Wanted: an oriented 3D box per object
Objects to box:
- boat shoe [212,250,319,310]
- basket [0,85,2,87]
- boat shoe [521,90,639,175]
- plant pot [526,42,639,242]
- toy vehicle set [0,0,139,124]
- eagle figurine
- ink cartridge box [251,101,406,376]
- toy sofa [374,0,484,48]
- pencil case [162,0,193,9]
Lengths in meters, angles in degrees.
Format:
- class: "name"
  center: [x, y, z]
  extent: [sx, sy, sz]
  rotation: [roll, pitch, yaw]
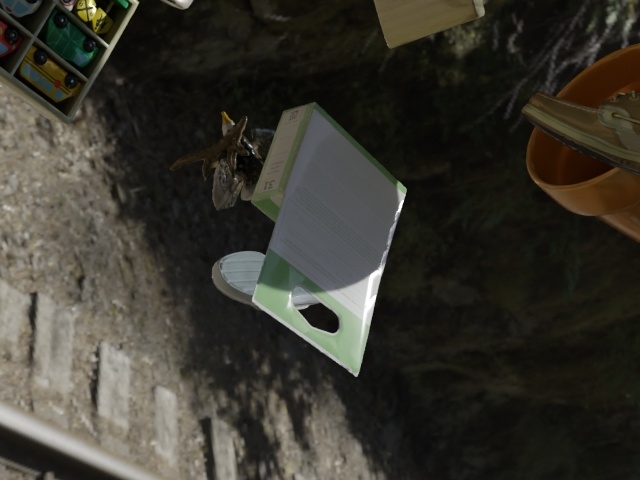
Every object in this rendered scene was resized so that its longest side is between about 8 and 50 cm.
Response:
- class: "boat shoe"
  center: [-0.071, 0.073, 1.271]
  extent: [0.226, 0.076, 0.083]
  rotation: [11, 52, -41]
- class: "basket"
  center: [-0.397, -0.261, 1.019]
  extent: [0.167, 0.103, 0.113]
  rotation: [39, 9, 5]
- class: "boat shoe"
  center: [0.190, -0.066, 0.535]
  extent: [0.045, 0.135, 0.050]
  rotation: [-67, 163, 6]
- class: "plant pot"
  center: [0.374, -0.086, 1.005]
  extent: [0.188, 0.205, 0.205]
  rotation: [38, 31, -24]
- class: "toy vehicle set"
  center: [-0.313, -0.254, 0.886]
  extent: [0.267, 0.035, 0.165]
  rotation: [41, 71, -52]
- class: "eagle figurine"
  center: [-0.170, -0.182, 1.961]
  extent: [0.298, 0.227, 0.225]
  rotation: [44, 55, -76]
- class: "ink cartridge box"
  center: [0.000, 0.000, 0.915]
  extent: [0.171, 0.056, 0.235]
  rotation: [40, 56, -37]
- class: "toy sofa"
  center: [0.222, -0.365, 1.063]
  extent: [0.363, 0.150, 0.177]
  rotation: [-25, 102, -35]
- class: "pencil case"
  center: [-0.164, -0.600, 1.571]
  extent: [0.160, 0.410, 0.183]
  rotation: [51, 13, 9]
